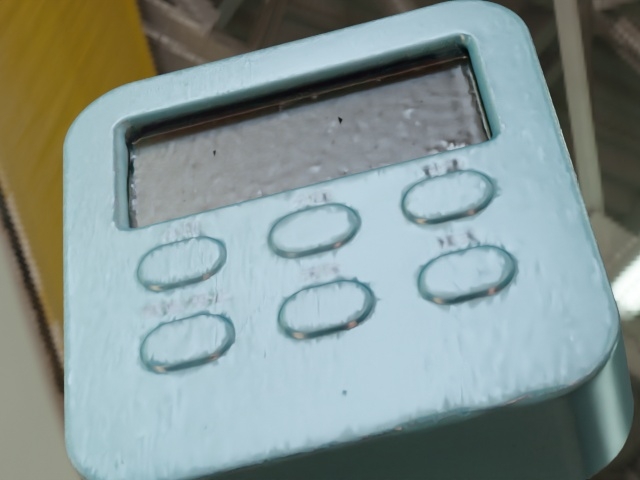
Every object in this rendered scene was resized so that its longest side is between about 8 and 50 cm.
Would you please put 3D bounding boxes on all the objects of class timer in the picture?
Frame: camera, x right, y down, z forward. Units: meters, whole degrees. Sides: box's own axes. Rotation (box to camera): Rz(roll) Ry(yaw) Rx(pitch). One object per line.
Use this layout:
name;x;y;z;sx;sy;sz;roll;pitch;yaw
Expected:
timer;0.000;0.000;0.714;0.232;0.250;0.091;-15;-35;5
